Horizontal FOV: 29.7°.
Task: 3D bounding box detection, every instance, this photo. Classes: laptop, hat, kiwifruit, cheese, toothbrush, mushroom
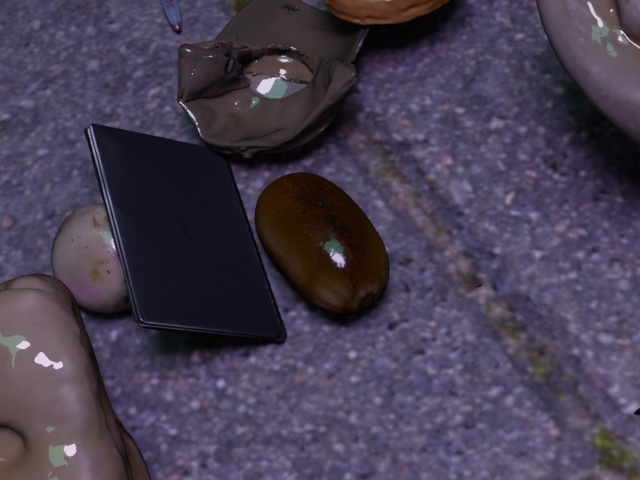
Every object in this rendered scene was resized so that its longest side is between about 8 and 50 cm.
[{"bbox_3d":[-0.099,-0.006,0.882,0.129,0.016,0.180,9,47,-38],"label":"laptop"},{"bbox_3d":[-0.015,-0.134,0.972,0.147,0.085,0.175,15,39,22],"label":"hat"},{"bbox_3d":[0.000,0.000,0.878,0.075,0.075,0.124,-31,56,-10],"label":"kiwifruit"},{"bbox_3d":[-0.181,0.120,0.755,0.117,0.217,0.235,-21,36,-11],"label":"cheese"},{"bbox_3d":[-0.150,-0.258,1.088,0.013,0.019,0.193,-18,60,-3],"label":"toothbrush"},{"bbox_3d":[-0.159,0.013,0.894,0.084,0.067,0.083,2,96,18],"label":"mushroom"}]

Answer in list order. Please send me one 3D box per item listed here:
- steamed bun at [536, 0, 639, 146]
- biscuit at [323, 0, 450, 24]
[{"bbox_3d":[0.368,-0.166,0.819,0.368,0.255,0.342,-43,70,12],"label":"steamed bun"},{"bbox_3d":[0.112,-0.299,1.012,0.216,0.047,0.339,25,58,30],"label":"biscuit"}]
